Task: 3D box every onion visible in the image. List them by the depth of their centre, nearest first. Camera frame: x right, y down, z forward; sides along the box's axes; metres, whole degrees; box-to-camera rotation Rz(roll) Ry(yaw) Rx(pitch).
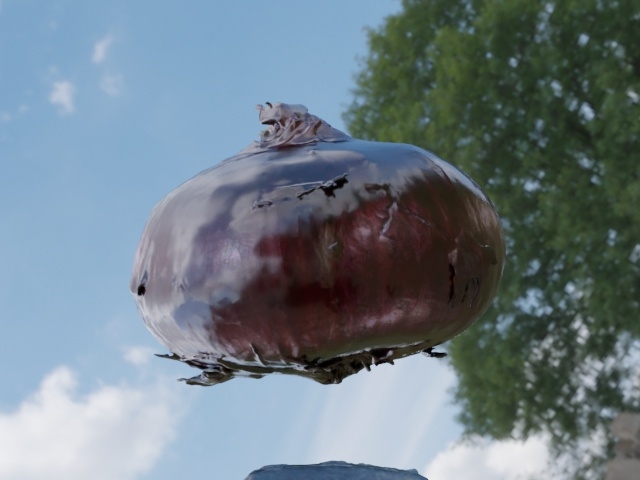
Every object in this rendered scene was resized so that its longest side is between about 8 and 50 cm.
[{"bbox_3d":[0.000,0.000,0.872,0.314,0.313,0.233,-8,-85,-56],"label":"onion"}]

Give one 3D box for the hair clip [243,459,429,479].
[{"bbox_3d":[0.024,0.217,0.460,0.310,0.194,0.206,-1,-79,-13],"label":"hair clip"}]
